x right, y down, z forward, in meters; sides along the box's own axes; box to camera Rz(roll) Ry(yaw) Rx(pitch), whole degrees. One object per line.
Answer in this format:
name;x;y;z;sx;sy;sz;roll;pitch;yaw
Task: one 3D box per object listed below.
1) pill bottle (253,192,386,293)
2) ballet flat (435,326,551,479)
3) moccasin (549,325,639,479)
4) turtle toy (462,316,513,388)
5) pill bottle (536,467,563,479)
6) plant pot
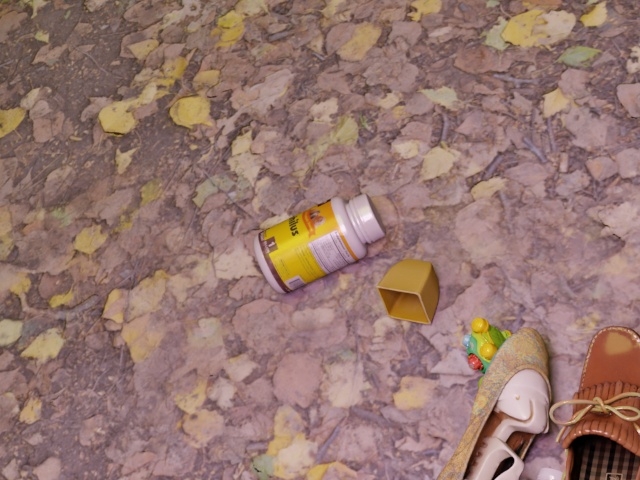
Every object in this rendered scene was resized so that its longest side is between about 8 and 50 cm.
pill bottle;0.000;0.000;2.243;0.215;0.117;0.117;-25;51;9
ballet flat;0.270;0.291;1.907;0.123;0.123;0.348;21;74;35
moccasin;0.400;0.290;1.831;0.139;0.147;0.380;4;61;28
turtle toy;0.264;0.185;2.015;0.066;0.095;0.130;-37;46;28
pill bottle;0.321;0.388;1.858;0.065;0.065;0.116;8;62;30
plant pot;0.153;0.078;2.144;0.081;0.081;0.083;9;51;31
